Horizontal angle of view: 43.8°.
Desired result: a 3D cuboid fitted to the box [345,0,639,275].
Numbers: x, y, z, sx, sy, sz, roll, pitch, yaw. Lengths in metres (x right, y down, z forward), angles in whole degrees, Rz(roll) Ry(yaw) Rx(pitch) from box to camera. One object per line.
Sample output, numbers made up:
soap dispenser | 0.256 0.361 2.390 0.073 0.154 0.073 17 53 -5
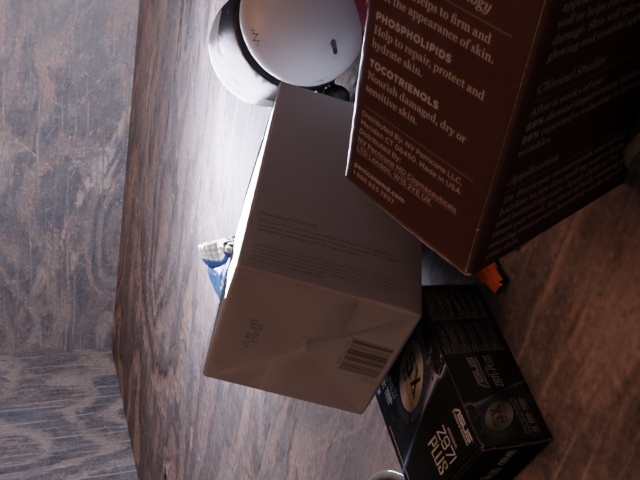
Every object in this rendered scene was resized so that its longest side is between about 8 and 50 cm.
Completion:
box | 0.141 -0.182 0.481 0.143 0.191 0.381 42 143 31

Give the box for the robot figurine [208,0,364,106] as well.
robot figurine | -0.049 -0.277 1.076 0.278 0.209 0.173 -3 68 68

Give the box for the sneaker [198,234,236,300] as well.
sneaker | -0.106 0.056 1.320 0.330 0.129 0.147 170 84 -70

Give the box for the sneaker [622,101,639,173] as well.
sneaker | 0.262 -0.133 0.480 0.222 0.083 0.118 127 149 -55

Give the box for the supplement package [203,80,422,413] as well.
supplement package | 0.000 0.000 0.848 0.293 0.175 0.177 -83 11 -45

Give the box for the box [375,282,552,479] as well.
box | 0.127 0.157 0.789 0.147 0.077 0.180 115 146 -45

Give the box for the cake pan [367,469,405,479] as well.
cake pan | 0.113 0.397 0.863 0.293 0.054 0.293 179 90 -67

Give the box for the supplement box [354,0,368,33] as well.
supplement box | 0.092 -0.276 0.849 0.104 0.081 0.188 127 136 -56

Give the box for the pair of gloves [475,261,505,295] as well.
pair of gloves | 0.168 0.004 0.773 0.074 0.010 0.083 -120 39 -52
